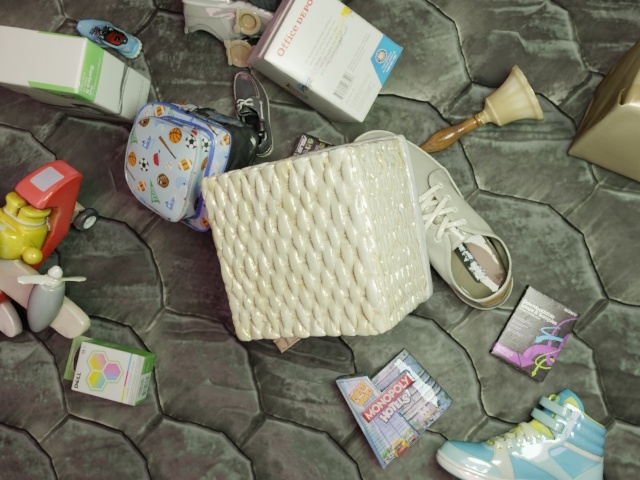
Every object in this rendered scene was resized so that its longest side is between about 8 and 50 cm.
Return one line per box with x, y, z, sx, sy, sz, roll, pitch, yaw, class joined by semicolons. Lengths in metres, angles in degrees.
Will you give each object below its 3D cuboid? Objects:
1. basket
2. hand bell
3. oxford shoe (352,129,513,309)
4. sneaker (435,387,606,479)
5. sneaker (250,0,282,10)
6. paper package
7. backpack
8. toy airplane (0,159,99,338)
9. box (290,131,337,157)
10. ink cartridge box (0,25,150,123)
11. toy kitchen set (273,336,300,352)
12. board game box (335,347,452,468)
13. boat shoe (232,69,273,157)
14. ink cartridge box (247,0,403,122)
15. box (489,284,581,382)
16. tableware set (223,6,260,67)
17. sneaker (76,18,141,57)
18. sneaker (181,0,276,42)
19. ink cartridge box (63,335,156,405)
0.000;0.000;1.063;0.328;0.266;0.331;-8;99;27;basket
0.318;-0.245;1.195;0.242;0.126;0.126;-27;82;17;hand bell
0.227;-0.049;1.155;0.169;0.130;0.449;-40;85;3;oxford shoe
0.392;0.375;1.114;0.319;0.127;0.208;11;89;0;sneaker
-0.024;-0.588;1.240;0.319;0.112;0.131;-19;60;-15;sneaker
0.661;-0.200;1.022;0.325;0.309;0.168;24;85;9;paper package
-0.284;-0.163;1.205;0.263;0.213;0.276;29;107;30;backpack
-0.686;0.033;1.229;0.386;0.272;0.384;-8;85;8;toy airplane
0.006;-0.114;1.251;0.184;0.045;0.191;23;88;7;box
-0.520;-0.342;1.235;0.198;0.273;0.115;10;90;10;ink cartridge box
-0.072;0.187;1.222;0.083;0.075;0.068;-38;80;1;toy kitchen set
0.135;0.323;1.187;0.194;0.060;0.194;-44;81;3;board game box
-0.152;-0.288;1.277;0.075;0.065;0.206;-16;83;7;boat shoe
0.003;-0.370;1.161;0.232;0.168;0.171;30;91;-22;ink cartridge box
0.433;0.187;1.168;0.116;0.029;0.162;29;89;10;box
-0.127;-0.427;1.259;0.168;0.141;0.020;15;44;-4;tableware set
-0.497;-0.483;1.342;0.162;0.073;0.063;21;89;10;sneaker
-0.175;-0.487;1.299;0.281;0.105;0.115;17;123;5;sneaker
-0.483;0.284;1.284;0.209;0.062;0.109;12;88;10;ink cartridge box
